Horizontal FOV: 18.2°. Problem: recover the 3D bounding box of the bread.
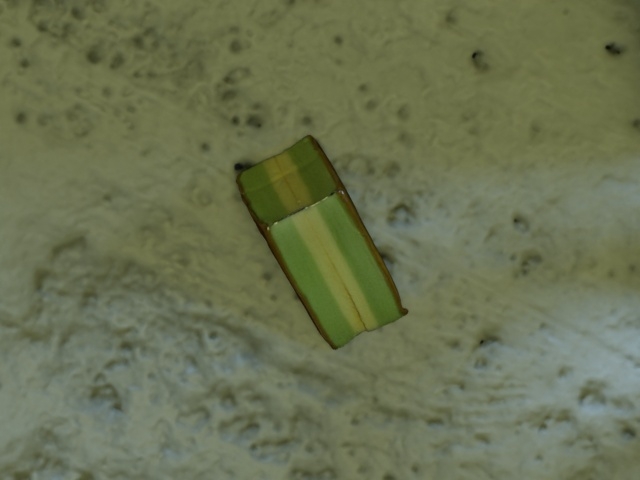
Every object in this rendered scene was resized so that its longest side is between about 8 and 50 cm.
[{"bbox_3d":[0.002,0.004,1.531,0.074,0.084,0.139,-30,126,2],"label":"bread"}]
